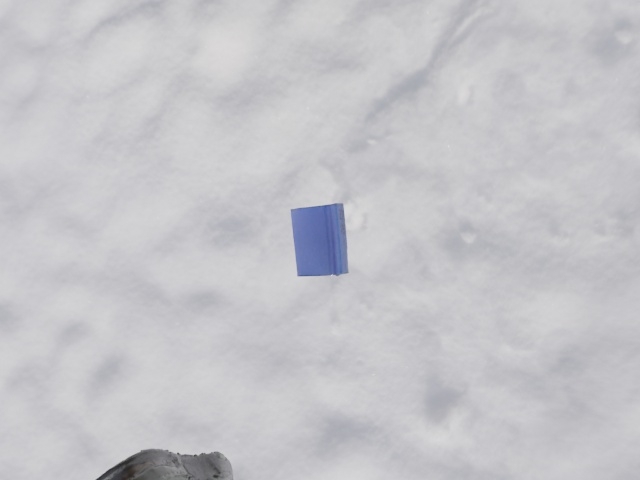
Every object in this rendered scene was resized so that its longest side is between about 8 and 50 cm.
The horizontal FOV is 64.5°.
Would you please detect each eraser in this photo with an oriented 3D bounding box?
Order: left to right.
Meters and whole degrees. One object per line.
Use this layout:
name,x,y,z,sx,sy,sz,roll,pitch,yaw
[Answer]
eraser,0.000,0.000,0.608,0.063,0.027,0.085,-4,93,28

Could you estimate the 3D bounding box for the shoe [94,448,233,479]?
shoe,-0.131,0.307,0.520,0.109,0.293,0.149,-35,64,-10
